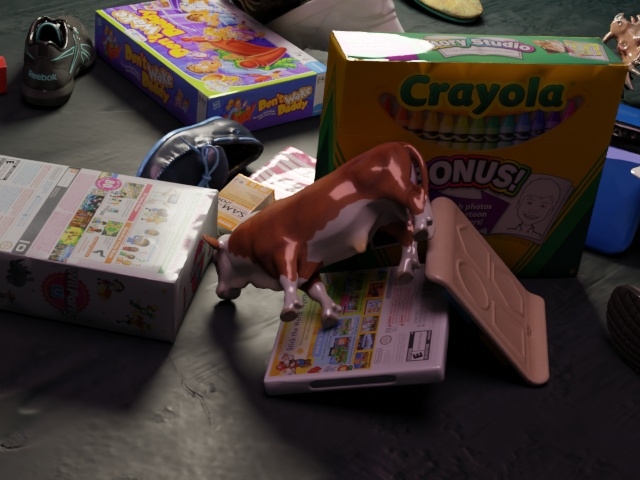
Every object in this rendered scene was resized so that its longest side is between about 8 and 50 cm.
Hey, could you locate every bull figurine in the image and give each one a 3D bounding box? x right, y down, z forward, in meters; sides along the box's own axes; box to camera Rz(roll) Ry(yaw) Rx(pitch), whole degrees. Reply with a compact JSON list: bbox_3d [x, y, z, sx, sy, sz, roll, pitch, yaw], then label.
[{"bbox_3d":[0.000,0.000,1.606,0.310,0.101,0.188,-34,52,10],"label":"bull figurine"}]

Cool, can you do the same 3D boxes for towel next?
[{"bbox_3d":[-0.037,-0.072,1.899,0.144,0.029,0.197,20,35,21],"label":"towel"}]

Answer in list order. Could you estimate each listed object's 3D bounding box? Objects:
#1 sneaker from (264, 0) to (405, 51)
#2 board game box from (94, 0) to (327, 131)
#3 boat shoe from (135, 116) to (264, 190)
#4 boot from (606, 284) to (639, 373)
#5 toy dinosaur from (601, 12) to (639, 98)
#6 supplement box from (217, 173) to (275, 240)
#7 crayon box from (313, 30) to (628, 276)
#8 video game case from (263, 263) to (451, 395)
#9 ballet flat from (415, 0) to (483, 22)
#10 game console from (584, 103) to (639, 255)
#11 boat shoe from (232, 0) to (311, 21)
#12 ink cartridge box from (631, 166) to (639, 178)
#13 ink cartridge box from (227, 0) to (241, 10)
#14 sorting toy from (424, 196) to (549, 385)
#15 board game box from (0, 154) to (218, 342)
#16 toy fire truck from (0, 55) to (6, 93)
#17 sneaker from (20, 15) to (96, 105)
[{"bbox_3d":[0.021,-0.327,2.244,0.292,0.169,0.108,-13,18,47],"label":"sneaker"},{"bbox_3d":[-0.179,-0.289,2.168,0.233,0.078,0.347,-18,40,-34],"label":"board game box"},{"bbox_3d":[-0.163,-0.114,1.871,0.089,0.109,0.258,23,37,18],"label":"boat shoe"},{"bbox_3d":[0.479,0.137,1.647,0.161,0.083,0.246,-10,41,-37],"label":"boot"},{"bbox_3d":[0.576,-0.241,2.218,0.200,0.127,0.296,-1,45,0],"label":"toy dinosaur"},{"bbox_3d":[-0.113,-0.040,1.805,0.062,0.036,0.098,24,51,24],"label":"supplement box"},{"bbox_3d":[0.181,-0.106,1.731,0.363,0.313,0.106,-1,33,-13],"label":"crayon box"},{"bbox_3d":[0.051,0.101,1.593,0.206,0.026,0.227,-6,30,13],"label":"video game case"},{"bbox_3d":[0.187,-0.536,2.601,0.123,0.123,0.348,-16,39,-32],"label":"ballet flat"},{"bbox_3d":[0.359,-0.121,1.987,0.293,0.173,0.250,20,19,18],"label":"game console"},{"bbox_3d":[-0.091,-0.430,2.289,0.132,0.130,0.355,54,5,4],"label":"boat shoe"},{"bbox_3d":[0.594,0.012,1.808,0.207,0.119,0.353,-18,42,-35],"label":"ink cartridge box"},{"bbox_3d":[-0.180,-0.506,2.404,0.088,0.193,0.234,25,37,26],"label":"ink cartridge box"},{"bbox_3d":[0.200,0.063,1.645,0.208,0.038,0.193,44,26,-19],"label":"sorting toy"},{"bbox_3d":[-0.299,0.003,1.666,0.303,0.097,0.224,9,33,6],"label":"board game box"},{"bbox_3d":[-0.583,-0.283,2.104,0.135,0.047,0.192,-12,36,-29],"label":"toy fire truck"},{"bbox_3d":[-0.414,-0.311,2.132,0.101,0.106,0.267,3,31,-4],"label":"sneaker"}]
